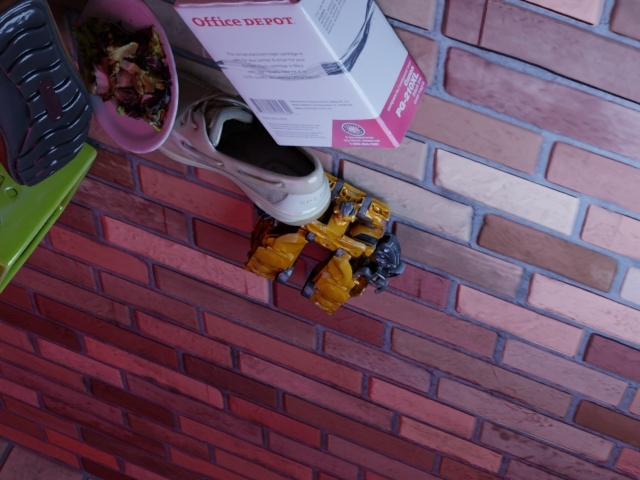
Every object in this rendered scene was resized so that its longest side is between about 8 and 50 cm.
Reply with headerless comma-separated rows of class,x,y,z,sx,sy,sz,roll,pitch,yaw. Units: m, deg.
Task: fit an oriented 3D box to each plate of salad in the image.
plate of salad,-0.236,-0.198,1.870,0.200,0.048,0.200,21,119,43

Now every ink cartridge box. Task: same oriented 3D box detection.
ink cartridge box,-0.019,-0.209,1.705,0.172,0.100,0.237,4,147,37

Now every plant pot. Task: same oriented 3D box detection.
plant pot,-0.474,-0.068,2.232,0.207,0.228,0.227,37,152,-5

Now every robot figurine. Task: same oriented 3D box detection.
robot figurine,0.000,0.000,2.081,0.211,0.085,0.291,28,154,-5

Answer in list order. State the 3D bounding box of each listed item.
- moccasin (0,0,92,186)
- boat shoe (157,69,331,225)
moccasin,-0.366,-0.193,1.855,0.147,0.139,0.380,46,168,23
boat shoe,-0.115,-0.133,1.881,0.302,0.109,0.098,35,157,20
